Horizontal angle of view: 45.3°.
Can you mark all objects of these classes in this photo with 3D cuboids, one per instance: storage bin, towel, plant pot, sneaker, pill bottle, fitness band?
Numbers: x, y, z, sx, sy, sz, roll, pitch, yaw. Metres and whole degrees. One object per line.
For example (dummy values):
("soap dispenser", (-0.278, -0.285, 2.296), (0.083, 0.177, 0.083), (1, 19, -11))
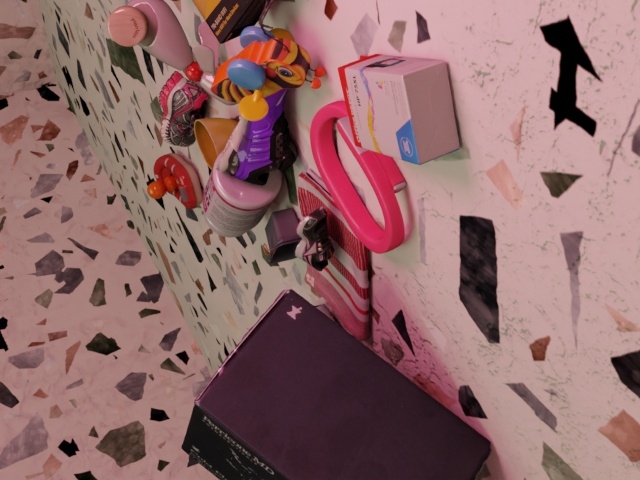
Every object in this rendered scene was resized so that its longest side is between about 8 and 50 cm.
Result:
("storage bin", (-0.093, -0.012, 1.812), (0.135, 0.098, 0.091), (121, 133, -64))
("towel", (0.029, 0.035, 1.642), (0.237, 0.037, 0.329), (45, 150, 41))
("plant pot", (-0.240, -0.249, 1.893), (0.134, 0.095, 0.134), (48, 152, 36))
("sneaker", (-0.368, -0.332, 2.092), (0.112, 0.121, 0.299), (31, 160, 5))
("sneaker", (-0.103, -0.224, 1.611), (0.146, 0.102, 0.293), (30, 135, -6))
("pill bottle", (-0.198, -0.110, 1.847), (0.160, 0.160, 0.283), (63, 158, 9))
("fitness band", (0.069, -0.115, 1.380), (0.291, 0.054, 0.209), (62, 161, 14))
("sneaker", (0.000, 0.000, 1.568), (0.077, 0.072, 0.178), (42, 157, 18))

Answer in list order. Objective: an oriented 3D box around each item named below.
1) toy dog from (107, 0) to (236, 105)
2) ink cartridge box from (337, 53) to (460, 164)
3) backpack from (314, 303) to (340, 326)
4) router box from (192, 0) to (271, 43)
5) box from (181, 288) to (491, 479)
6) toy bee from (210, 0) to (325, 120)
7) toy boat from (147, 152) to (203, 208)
("toy dog", (-0.295, -0.452, 1.684), (0.161, 0.333, 0.220), (-50, 39, 23))
("ink cartridge box", (0.103, -0.205, 1.161), (0.231, 0.078, 0.134), (28, 137, 58))
("backpack", (-0.034, 0.233, 1.814), (0.144, 0.166, 0.188), (58, 161, 15))
("router box", (-0.158, -0.524, 1.327), (0.243, 0.081, 0.309), (57, 149, -2))
("box", (0.001, 0.412, 1.537), (0.480, 0.297, 0.472), (37, 152, 5))
("toy bee", (-0.085, -0.302, 1.381), (0.162, 0.195, 0.298), (26, 178, -18))
("toy boat", (-0.484, -0.180, 2.457), (0.231, 0.151, 0.151), (38, 145, 50))
